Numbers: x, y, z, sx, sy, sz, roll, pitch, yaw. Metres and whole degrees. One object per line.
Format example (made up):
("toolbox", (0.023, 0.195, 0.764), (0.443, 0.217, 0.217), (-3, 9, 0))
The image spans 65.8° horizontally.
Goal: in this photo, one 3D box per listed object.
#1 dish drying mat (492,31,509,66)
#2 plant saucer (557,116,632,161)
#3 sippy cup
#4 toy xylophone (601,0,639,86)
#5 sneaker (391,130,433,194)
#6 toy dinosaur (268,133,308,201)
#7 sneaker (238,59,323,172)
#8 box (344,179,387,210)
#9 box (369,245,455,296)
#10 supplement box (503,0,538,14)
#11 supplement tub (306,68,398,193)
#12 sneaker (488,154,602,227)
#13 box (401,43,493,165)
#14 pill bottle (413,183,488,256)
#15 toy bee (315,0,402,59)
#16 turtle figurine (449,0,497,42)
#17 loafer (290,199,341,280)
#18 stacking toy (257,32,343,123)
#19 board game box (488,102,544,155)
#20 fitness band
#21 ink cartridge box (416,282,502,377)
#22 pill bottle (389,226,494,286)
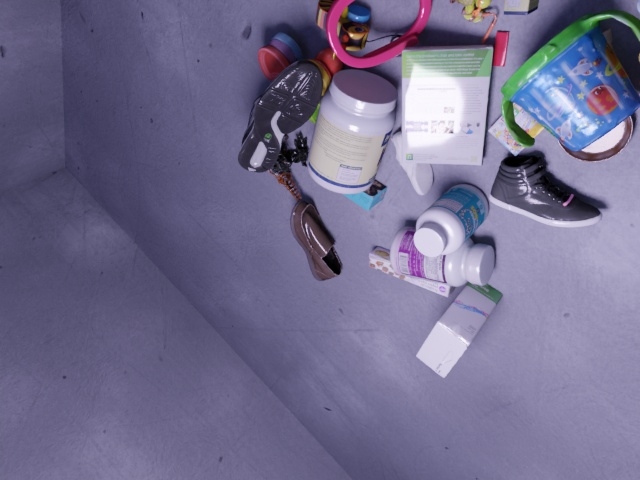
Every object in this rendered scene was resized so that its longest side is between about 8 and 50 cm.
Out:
("dish drying mat", (0.460, -0.488, 1.262), (0.032, 0.008, 0.083), (19, 128, 32))
("plant saucer", (0.665, -0.275, 1.203), (0.168, 0.029, 0.169), (23, 131, 29))
("sippy cup", (0.564, -0.329, 1.094), (0.224, 0.240, 0.305), (53, 180, 6))
("toy xylophone", (0.726, -0.390, 1.025), (0.236, 0.081, 0.323), (-24, 100, 49))
("sneaker", (0.284, -0.243, 1.563), (0.094, 0.080, 0.213), (-6, 106, 58))
("toy dinosaur", (-0.146, -0.313, 1.889), (0.322, 0.164, 0.218), (45, 157, -18))
("sneaker", (-0.148, -0.455, 1.612), (0.169, 0.258, 0.447), (17, 138, -26))
("box", (0.103, -0.208, 1.725), (0.244, 0.100, 0.060), (35, 136, 19))
("box", (0.324, 0.107, 1.765), (0.323, 0.067, 0.063), (22, 131, 33))
("supplement box", (0.467, -0.572, 1.139), (0.056, 0.083, 0.083), (17, 129, 31))
("supplement tub", (0.097, -0.334, 1.540), (0.235, 0.235, 0.325), (36, 137, 19))
("sneaker", (0.593, -0.137, 1.307), (0.295, 0.104, 0.147), (24, 137, 36))
("box", (0.342, -0.367, 1.365), (0.232, 0.059, 0.322), (5, 124, 16))
("pill bottle", (0.377, -0.053, 1.449), (0.146, 0.264, 0.146), (24, 132, 30))
("toy bee", (0.083, -0.610, 1.412), (0.298, 0.162, 0.196), (22, 134, 35))
("turtle figurine", (0.341, -0.608, 1.191), (0.217, 0.087, 0.269), (54, 180, 26))
("loafer", (0.000, 0.000, 1.962), (0.130, 0.134, 0.366), (1, 128, 38))
("stacking toy", (-0.045, -0.550, 1.662), (0.308, 0.130, 0.280), (33, 162, 26))
("board game box", (0.533, -0.312, 1.303), (0.103, 0.026, 0.154), (46, 139, 9))
("fitness band", (0.155, -0.587, 1.309), (0.290, 0.054, 0.209), (-25, 125, 6))
("ink cartridge box", (0.450, 0.277, 1.601), (0.117, 0.278, 0.202), (35, 136, 19))
("pill bottle", (0.390, 0.054, 1.587), (0.301, 0.169, 0.170), (11, 124, 38))
